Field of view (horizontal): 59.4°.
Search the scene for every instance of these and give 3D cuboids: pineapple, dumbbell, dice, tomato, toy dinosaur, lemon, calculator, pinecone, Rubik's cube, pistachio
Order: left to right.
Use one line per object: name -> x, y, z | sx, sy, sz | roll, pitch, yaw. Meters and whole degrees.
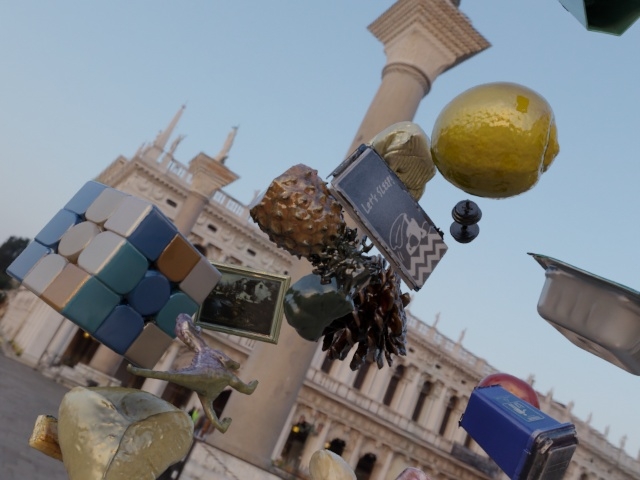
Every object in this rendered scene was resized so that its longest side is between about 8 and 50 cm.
Rubik's cube -> -0.552, 0.090, 1.534 | 0.347, 0.344, 0.346 | 19, -25, 37
toy dinosaur -> -0.202, 0.219, 0.907 | 0.200, 0.072, 0.251 | 47, 20, -9
pineapple -> 0.000, 0.000, 1.026 | 0.279, 0.158, 0.158 | 51, -25, -7
pistachio -> 0.034, 0.660, 1.584 | 0.117, 0.145, 0.200 | -5, 7, -14
pinecone -> 0.134, 0.250, 1.880 | 0.397, 0.398, 0.398 | 22, -20, 8
calculator -> 0.132, -0.046, 1.056 | 0.274, 0.166, 0.028 | 51, -40, -9
dice -> 0.162, 0.486, 1.038 | 0.094, 0.091, 0.093 | 46, 31, 20
dumbbell -> 0.475, -0.060, 1.842 | 0.099, 0.099, 0.208 | 17, -35, 21
lemon -> 0.480, -0.275, 1.558 | 0.348, 0.348, 0.348 | 22, -20, 8
tomato -> 0.552, 0.491, 1.672 | 0.195, 0.195, 0.136 | 17, -33, 19

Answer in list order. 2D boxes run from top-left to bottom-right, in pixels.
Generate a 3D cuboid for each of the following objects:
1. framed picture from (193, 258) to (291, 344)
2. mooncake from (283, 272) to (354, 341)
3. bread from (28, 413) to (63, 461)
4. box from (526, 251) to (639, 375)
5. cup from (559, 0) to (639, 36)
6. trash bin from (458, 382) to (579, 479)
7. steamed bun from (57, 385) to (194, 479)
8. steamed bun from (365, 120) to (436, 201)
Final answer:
framed picture -> -0.260, 0.200, 1.845 | 0.296, 0.232, 0.019 | 10, -4, 7
mooncake -> -0.003, 0.167, 1.390 | 0.168, 0.175, 0.104 | 11, 24, -28
bread -> -0.537, 0.404, 1.146 | 0.053, 0.072, 0.106 | -14, -42, 22
box -> 0.538, 0.160, 1.065 | 0.336, 0.106, 0.264 | 32, -2, -42
cup -> 0.636, -0.563, 1.299 | 0.134, 0.236, 0.148 | 39, -67, -17
trash bin -> 0.453, 0.462, 1.315 | 0.162, 0.184, 0.234 | 4, 19, -35
steamed bun -> -0.322, 0.320, 0.951 | 0.212, 0.110, 0.231 | -5, 44, -38
steamed bun -> 0.258, -0.263, 1.961 | 0.275, 0.320, 0.206 | 29, 21, -33
